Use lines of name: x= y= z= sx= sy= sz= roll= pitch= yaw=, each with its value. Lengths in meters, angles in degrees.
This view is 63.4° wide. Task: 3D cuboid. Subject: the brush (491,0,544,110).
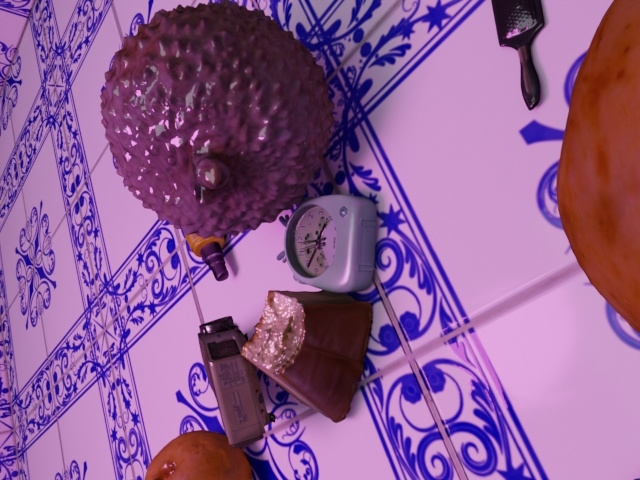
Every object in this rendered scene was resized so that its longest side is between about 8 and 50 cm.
brush: x=0.265 y=-0.263 z=0.680 sx=0.062 sy=0.016 sz=0.194 roll=-17 pitch=76 yaw=44

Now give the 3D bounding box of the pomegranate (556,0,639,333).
pomegranate: x=0.373 y=-0.081 z=0.350 sx=0.409 sy=0.409 sz=0.411 roll=-3 pitch=86 yaw=44

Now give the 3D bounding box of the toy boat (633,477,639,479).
toy boat: x=0.374 y=0.279 z=0.481 sx=0.174 sy=0.110 sz=0.091 roll=-12 pitch=80 yaw=42

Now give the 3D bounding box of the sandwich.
sandwich: x=-0.026 y=0.195 z=0.829 sx=0.108 sy=0.186 sz=0.220 roll=16 pitch=100 yaw=46

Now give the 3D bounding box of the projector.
projector: x=-0.159 y=0.236 z=0.933 sx=0.269 sy=0.088 sz=0.194 roll=169 pitch=87 yaw=-75

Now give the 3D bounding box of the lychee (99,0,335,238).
lychee: x=-0.170 y=-0.202 z=0.867 sx=0.380 sy=0.380 sz=0.432 roll=-53 pitch=28 yaw=29

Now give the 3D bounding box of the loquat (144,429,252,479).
loquat: x=-0.240 y=0.479 z=1.012 sx=0.208 sy=0.208 sz=0.208 roll=-3 pitch=86 yaw=44

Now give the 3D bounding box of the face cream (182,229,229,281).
face cream: x=-0.264 y=-0.027 z=1.148 sx=0.078 sy=0.078 sz=0.274 roll=-49 pitch=57 yaw=31

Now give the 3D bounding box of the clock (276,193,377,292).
clock: x=0.000 y=0.000 z=0.895 sx=0.210 sy=0.065 sz=0.160 roll=7 pitch=93 yaw=45
